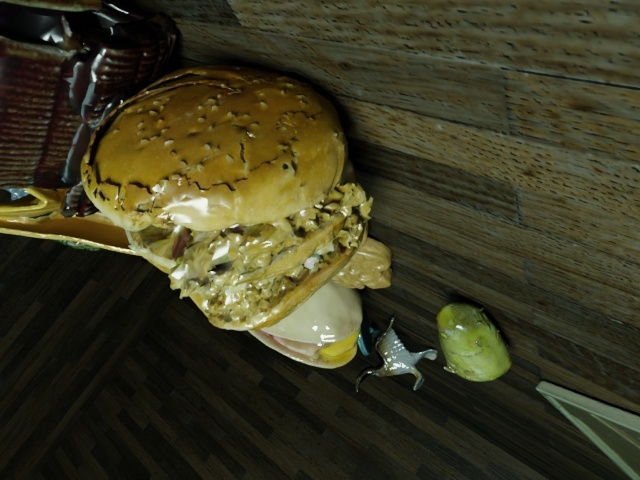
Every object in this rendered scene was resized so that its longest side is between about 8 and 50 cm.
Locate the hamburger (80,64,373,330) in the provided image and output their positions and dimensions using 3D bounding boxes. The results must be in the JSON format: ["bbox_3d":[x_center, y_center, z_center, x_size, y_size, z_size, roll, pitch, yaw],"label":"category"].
[{"bbox_3d":[-0.074,-0.041,0.470,0.245,0.261,0.211,-1,138,13],"label":"hamburger"}]

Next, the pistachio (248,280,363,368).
[{"bbox_3d":[-0.047,0.138,1.049,0.308,0.230,0.230,32,167,27],"label":"pistachio"}]

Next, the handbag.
[{"bbox_3d":[-0.367,-0.081,0.843,0.282,0.133,0.401,16,-172,-14],"label":"handbag"}]

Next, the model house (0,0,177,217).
[{"bbox_3d":[-0.292,-0.196,0.562,0.282,0.317,0.297,-3,-131,-44],"label":"model house"}]

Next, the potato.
[{"bbox_3d":[0.228,0.153,0.740,0.105,0.085,0.188,-1,142,33],"label":"potato"}]

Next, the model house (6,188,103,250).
[{"bbox_3d":[-0.540,-0.154,1.110,0.261,0.321,0.266,27,165,6],"label":"model house"}]

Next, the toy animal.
[{"bbox_3d":[0.173,0.295,1.171,0.160,0.197,0.272,26,160,23],"label":"toy animal"}]

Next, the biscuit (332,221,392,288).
[{"bbox_3d":[0.000,0.001,0.745,0.202,0.044,0.289,-3,143,39],"label":"biscuit"}]

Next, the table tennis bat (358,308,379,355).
[{"bbox_3d":[0.123,0.238,1.295,0.033,0.124,0.201,-12,169,15],"label":"table tennis bat"}]

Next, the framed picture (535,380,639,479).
[{"bbox_3d":[0.587,0.382,0.766,0.446,0.028,0.326,42,166,-24],"label":"framed picture"}]
